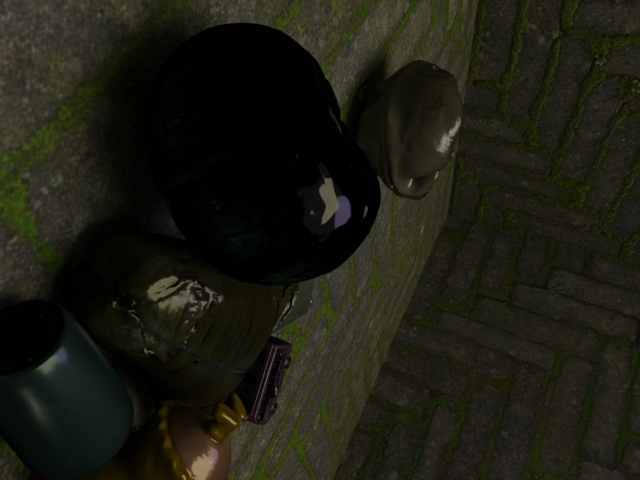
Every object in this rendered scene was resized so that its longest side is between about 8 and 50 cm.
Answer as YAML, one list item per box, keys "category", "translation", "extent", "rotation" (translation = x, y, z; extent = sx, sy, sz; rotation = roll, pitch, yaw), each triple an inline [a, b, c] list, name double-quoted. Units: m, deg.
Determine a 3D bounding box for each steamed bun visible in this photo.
- category: "steamed bun"
  translation: [0.197, -0.281, 1.280]
  extent: [0.309, 0.219, 0.324]
  rotation: [107, -12, -50]

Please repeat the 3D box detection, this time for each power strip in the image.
- category: "power strip"
  translation: [-0.083, 0.128, 1.124]
  extent: [0.270, 0.046, 0.118]
  rotation: [-18, 122, -65]

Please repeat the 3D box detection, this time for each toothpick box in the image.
- category: "toothpick box"
  translation: [-0.273, 0.150, 0.528]
  extent: [0.120, 0.120, 0.184]
  rotation: [-55, 152, -40]

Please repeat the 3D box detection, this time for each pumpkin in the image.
- category: "pumpkin"
  translation: [-0.076, -0.094, 0.619]
  extent: [0.315, 0.238, 0.315]
  rotation: [51, 23, -31]

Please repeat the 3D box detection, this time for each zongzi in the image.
- category: "zongzi"
  translation: [-0.218, 0.163, 0.688]
  extent: [0.360, 0.160, 0.323]
  rotation: [-59, 149, 9]

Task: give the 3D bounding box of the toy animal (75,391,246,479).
- category: "toy animal"
  translation: [-0.187, 0.275, 0.622]
  extent: [0.230, 0.156, 0.156]
  rotation: [-43, 159, 3]

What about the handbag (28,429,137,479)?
- category: "handbag"
  translation: [-0.302, 0.323, 0.695]
  extent: [0.127, 0.063, 0.190]
  rotation: [-68, 156, -11]

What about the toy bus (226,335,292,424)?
- category: "toy bus"
  translation: [-0.131, 0.289, 1.084]
  extent: [0.098, 0.087, 0.178]
  rotation: [26, 80, -68]
